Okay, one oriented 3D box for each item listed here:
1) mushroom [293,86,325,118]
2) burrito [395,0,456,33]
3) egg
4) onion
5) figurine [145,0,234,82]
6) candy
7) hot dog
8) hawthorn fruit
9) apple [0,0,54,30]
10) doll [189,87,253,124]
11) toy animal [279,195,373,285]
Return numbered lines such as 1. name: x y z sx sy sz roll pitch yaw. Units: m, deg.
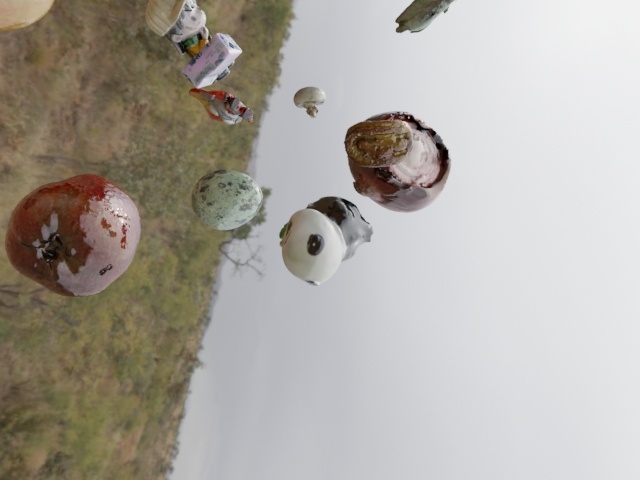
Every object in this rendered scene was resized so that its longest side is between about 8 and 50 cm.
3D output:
1. mushroom: -0.027 -0.357 1.353 0.085 0.085 0.079 -161 -118 -79
2. burrito: 0.354 -0.754 1.654 0.309 0.066 0.096 -26 -88 51
3. egg: -0.201 -0.089 1.130 0.132 0.172 0.132 10 79 -58
4. onion: 0.244 -0.260 1.694 0.341 0.341 0.341 -166 -90 -79
5. figurine: -0.436 -0.674 1.703 0.332 0.204 0.185 70 21 -48
6. candy: -0.302 -0.505 1.458 0.160 0.073 0.092 -35 -173 29
7. hot dog: 0.122 -0.208 1.099 0.065 0.147 0.099 -76 164 -63
8. hawthorn fruit: -0.591 -0.037 1.299 0.369 0.285 0.284 -90 -163 -58
9. apple: -0.849 -0.723 1.292 0.346 0.391 0.391 -2 109 -62
10. doll: -0.178 -0.254 0.984 0.169 0.109 0.057 14 -106 55
11. toy animal: -0.008 -0.004 1.441 0.267 0.212 0.212 -34 154 -46
